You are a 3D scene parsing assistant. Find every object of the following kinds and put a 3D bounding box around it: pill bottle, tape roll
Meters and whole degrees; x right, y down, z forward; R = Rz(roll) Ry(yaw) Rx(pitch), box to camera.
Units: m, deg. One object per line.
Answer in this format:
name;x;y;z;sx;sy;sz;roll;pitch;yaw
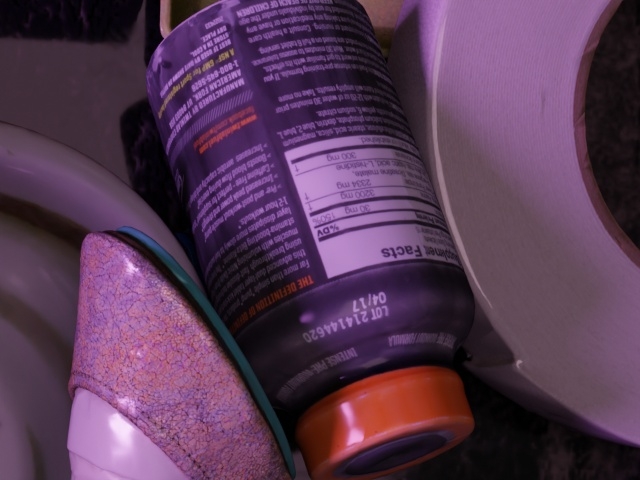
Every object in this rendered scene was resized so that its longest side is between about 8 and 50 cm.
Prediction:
pill bottle;0.000;0.000;0.778;0.130;0.130;0.245;-13;68;-14
tape roll;0.224;-0.065;0.891;0.392;0.072;0.392;1;87;-21

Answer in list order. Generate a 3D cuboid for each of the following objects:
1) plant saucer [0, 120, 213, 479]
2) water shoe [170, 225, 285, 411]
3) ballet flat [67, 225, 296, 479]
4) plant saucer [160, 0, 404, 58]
plant saucer;-0.213;0.136;0.707;0.400;0.100;0.400;-12;106;-45
water shoe;-0.076;0.022;0.852;0.203;0.073;0.080;33;57;-12
ballet flat;-0.059;0.139;0.728;0.106;0.107;0.316;-43;126;-24
plant saucer;-0.003;-0.199;0.890;0.188;0.045;0.188;2;85;-13
